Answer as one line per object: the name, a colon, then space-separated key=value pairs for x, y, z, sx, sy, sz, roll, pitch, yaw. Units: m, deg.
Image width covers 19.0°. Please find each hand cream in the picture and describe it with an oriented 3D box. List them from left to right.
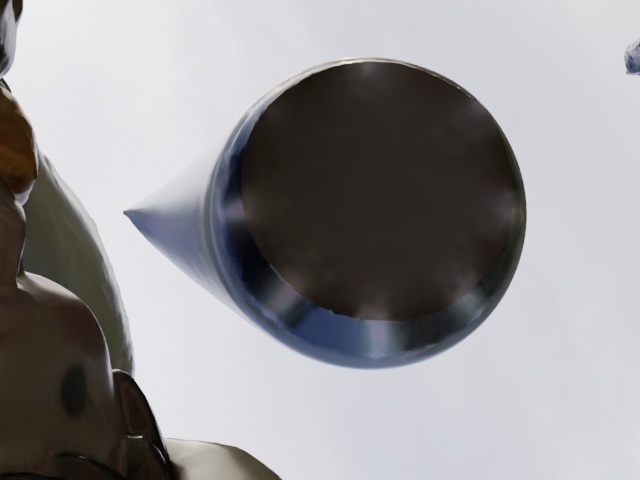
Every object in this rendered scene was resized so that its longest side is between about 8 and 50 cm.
hand cream: x=0.000 y=0.000 z=0.867 sx=0.359 sy=0.186 sz=0.118 roll=145 pitch=137 yaw=-83

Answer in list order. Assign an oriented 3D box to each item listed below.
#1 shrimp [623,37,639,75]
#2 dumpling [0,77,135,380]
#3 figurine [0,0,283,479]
shrimp: x=0.294 y=-0.104 z=1.171 sx=0.262 sy=0.198 sz=0.051 roll=8 pitch=-88 yaw=-53
dumpling: x=-0.249 y=0.051 z=1.131 sx=0.341 sy=0.260 sz=0.181 roll=74 pitch=-179 yaw=-57
figurine: x=-0.157 y=0.030 z=0.643 sx=0.185 sy=0.204 sz=0.332 roll=-20 pitch=-105 yaw=-45
